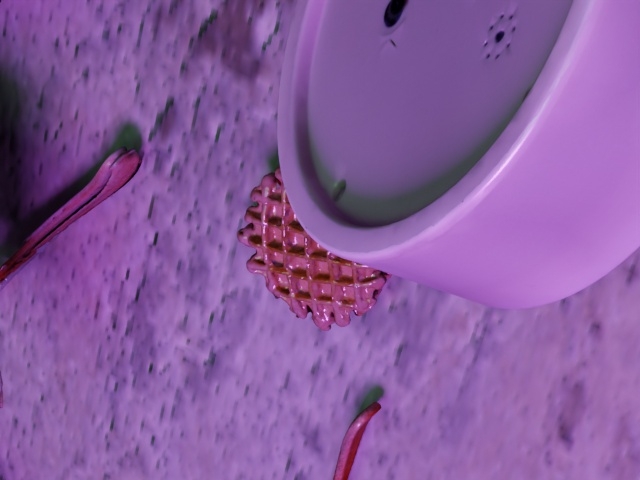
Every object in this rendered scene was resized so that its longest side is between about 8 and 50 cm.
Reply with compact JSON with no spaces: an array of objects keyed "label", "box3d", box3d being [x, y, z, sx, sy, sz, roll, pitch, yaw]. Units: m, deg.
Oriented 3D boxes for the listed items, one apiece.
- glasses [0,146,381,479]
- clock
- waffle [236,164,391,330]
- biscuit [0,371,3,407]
[{"label":"glasses","box3d":[-0.099,0.108,0.937,0.234,0.118,0.268,47,108,9]},{"label":"clock","box3d":[0.064,-0.078,0.647,0.068,0.197,0.197,20,135,-28]},{"label":"waffle","box3d":[0.000,0.000,0.825,0.075,0.029,0.083,45,130,9]},{"label":"biscuit","box3d":[-0.222,-0.014,0.882,0.239,0.062,0.108,51,152,35]}]
